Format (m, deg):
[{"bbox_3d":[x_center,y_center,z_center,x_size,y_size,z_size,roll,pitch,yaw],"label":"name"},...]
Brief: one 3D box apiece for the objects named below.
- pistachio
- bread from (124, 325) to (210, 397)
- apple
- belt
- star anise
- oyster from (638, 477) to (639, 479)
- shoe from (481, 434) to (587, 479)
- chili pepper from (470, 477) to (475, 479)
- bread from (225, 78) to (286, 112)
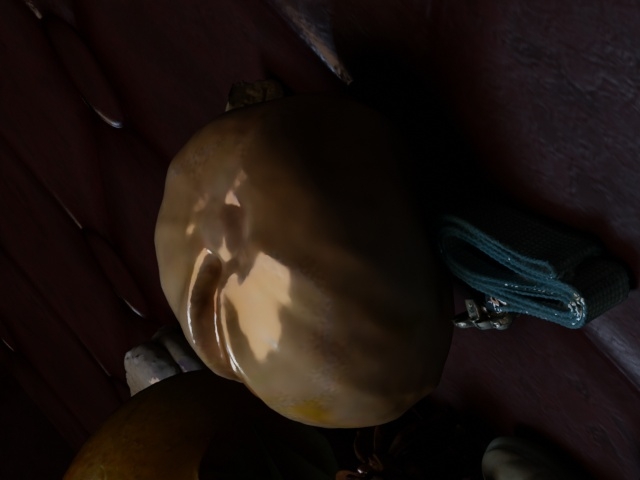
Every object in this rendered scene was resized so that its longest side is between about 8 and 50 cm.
[{"bbox_3d":[-0.006,0.016,1.459,0.230,0.230,0.309,40,172,37],"label":"pistachio"},{"bbox_3d":[-0.146,0.261,2.473,0.183,0.102,0.337,37,153,34],"label":"bread"},{"bbox_3d":[-0.111,0.329,2.060,0.374,0.384,0.374,9,154,4],"label":"apple"},{"bbox_3d":[0.148,0.030,1.356,0.179,0.065,0.100,25,136,58],"label":"belt"},{"bbox_3d":[0.073,0.234,1.747,0.126,0.220,0.190,24,121,4],"label":"star anise"},{"bbox_3d":[0.316,0.254,1.315,0.204,0.111,0.396,42,167,-23],"label":"oyster"},{"bbox_3d":[0.205,0.256,1.565,0.251,0.100,0.103,34,154,42],"label":"shoe"},{"bbox_3d":[0.154,0.312,1.624,0.227,0.088,0.059,55,177,-9],"label":"chili pepper"},{"bbox_3d":[-0.051,-0.036,1.649,0.060,0.139,0.178,2,143,7],"label":"bread"}]
